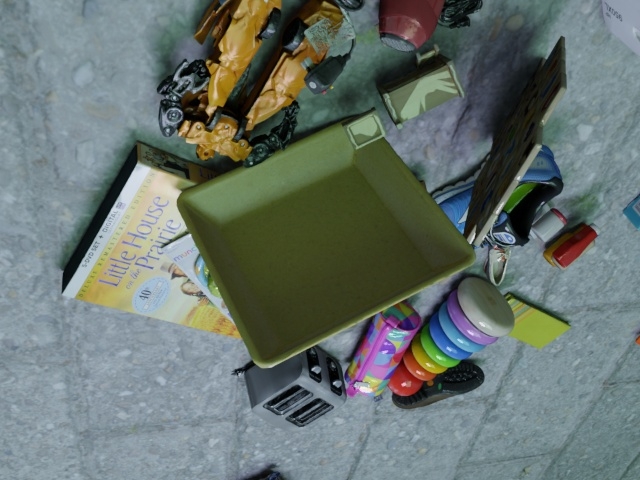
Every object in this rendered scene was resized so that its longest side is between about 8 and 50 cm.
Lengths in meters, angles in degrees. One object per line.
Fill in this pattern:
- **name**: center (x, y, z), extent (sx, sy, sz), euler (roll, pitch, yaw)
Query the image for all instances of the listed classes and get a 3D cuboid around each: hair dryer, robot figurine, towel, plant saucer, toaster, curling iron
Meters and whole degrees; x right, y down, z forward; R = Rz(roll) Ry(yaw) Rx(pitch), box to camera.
- **hair dryer**: center (0.070, -0.339, 0.887), extent (0.294, 0.080, 0.223), euler (-33, 117, -16)
- **robot figurine**: center (-0.101, -0.233, 0.981), extent (0.211, 0.085, 0.291), euler (20, 123, -31)
- **towel**: center (0.468, 0.188, 1.600), extent (0.237, 0.021, 0.102), euler (24, 127, -35)
- **plant saucer**: center (0.000, 0.000, 1.029), extent (0.333, 0.332, 0.081), euler (-26, 146, -10)
- **toaster**: center (-0.060, 0.308, 1.483), extent (0.186, 0.110, 0.168), euler (-34, 132, 15)
- **curling iron**: center (0.271, -0.398, 0.978), extent (0.274, 0.035, 0.068), euler (-39, 140, 18)

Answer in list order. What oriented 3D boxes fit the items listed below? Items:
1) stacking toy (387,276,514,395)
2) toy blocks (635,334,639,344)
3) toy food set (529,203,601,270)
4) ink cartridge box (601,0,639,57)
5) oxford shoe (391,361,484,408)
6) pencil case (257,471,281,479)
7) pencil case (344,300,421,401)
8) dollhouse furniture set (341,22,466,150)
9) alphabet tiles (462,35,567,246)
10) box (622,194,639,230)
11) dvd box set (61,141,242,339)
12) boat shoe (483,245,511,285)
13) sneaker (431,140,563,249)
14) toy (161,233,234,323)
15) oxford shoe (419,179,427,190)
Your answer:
- **stacking toy**: center (0.252, 0.223, 1.503), extent (0.141, 0.141, 0.330), euler (20, 130, -31)
- **toy blocks**: center (0.836, 0.241, 1.737), extent (0.123, 0.054, 0.148), euler (5, 130, -23)
- **toy food set**: center (0.460, -0.026, 1.336), extent (0.104, 0.111, 0.232), euler (-42, 130, 6)
- **ink cartridge box**: center (0.620, -0.379, 0.927), extent (0.395, 0.285, 0.166), euler (-26, 133, 7)
- **oxford shoe**: center (0.274, 0.342, 1.654), extent (0.228, 0.082, 0.096), euler (-11, 153, -6)
- **pencil case**: center (-0.265, 0.730, 1.775), extent (0.411, 0.159, 0.183), euler (-22, 151, 4)
- **pencil case**: center (0.128, 0.233, 1.475), extent (0.105, 0.104, 0.236), euler (6, 127, -22)
- **dollhouse furniture set**: center (0.094, -0.254, 1.042), extent (0.182, 0.101, 0.160), euler (-25, 110, 7)
- **alphabet tiles**: center (0.285, -0.142, 1.035), extent (0.011, 0.342, 0.285), euler (26, 126, 2)
- **box**: center (0.744, -0.044, 1.437), extent (0.245, 0.060, 0.100), euler (16, 126, -29)
- **dvd box set**: center (-0.187, 0.029, 1.216), extent (0.421, 0.062, 0.307), euler (20, 123, -32)
- **boat shoe**: center (0.357, 0.030, 1.399), extent (0.049, 0.043, 0.137), euler (-6, 132, -9)
- **sneaker**: center (0.283, -0.037, 1.240), extent (0.130, 0.147, 0.330), euler (29, 119, -36)
- **toy**: center (-0.141, 0.067, 1.183), extent (0.137, 0.056, 0.237), euler (-30, 134, 8)
- **oxford shoe**: center (0.082, -0.079, 1.208), extent (0.213, 0.076, 0.075), euler (-2, 102, -13)
